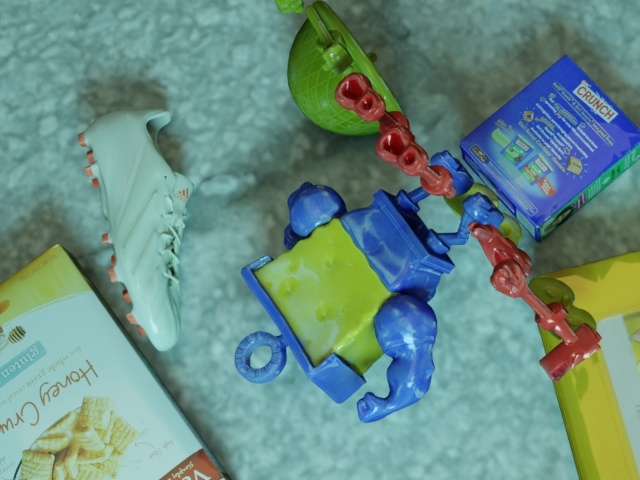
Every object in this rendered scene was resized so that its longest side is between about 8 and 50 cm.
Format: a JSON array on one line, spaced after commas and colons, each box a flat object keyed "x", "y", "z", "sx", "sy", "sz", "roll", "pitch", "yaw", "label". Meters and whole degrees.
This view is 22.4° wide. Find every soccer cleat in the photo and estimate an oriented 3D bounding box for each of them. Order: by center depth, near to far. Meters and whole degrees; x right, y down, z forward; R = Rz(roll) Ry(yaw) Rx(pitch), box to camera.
[{"x": -0.128, "y": -0.014, "z": 1.221, "sx": 0.076, "sy": 0.068, "sz": 0.196, "roll": -17, "pitch": 70, "yaw": 0, "label": "soccer cleat"}]

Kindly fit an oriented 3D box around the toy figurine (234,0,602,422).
[{"x": 0.000, "y": 0.000, "z": 1.133, "sx": 0.217, "sy": 0.191, "sz": 0.362, "roll": -42, "pitch": 60, "yaw": 10, "label": "toy figurine"}]

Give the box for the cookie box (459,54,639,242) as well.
[{"x": 0.174, "y": -0.069, "z": 1.205, "sx": 0.107, "sy": 0.040, "sz": 0.092, "roll": -39, "pitch": 73, "yaw": -4, "label": "cookie box"}]

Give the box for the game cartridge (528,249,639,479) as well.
[{"x": 0.322, "y": 0.145, "z": 1.119, "sx": 0.285, "sy": 0.052, "sz": 0.323, "roll": -15, "pitch": 72, "yaw": 4, "label": "game cartridge"}]

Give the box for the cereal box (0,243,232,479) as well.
[{"x": -0.193, "y": 0.146, "z": 1.192, "sx": 0.173, "sy": 0.047, "sz": 0.240, "roll": -37, "pitch": 73, "yaw": -3, "label": "cereal box"}]
